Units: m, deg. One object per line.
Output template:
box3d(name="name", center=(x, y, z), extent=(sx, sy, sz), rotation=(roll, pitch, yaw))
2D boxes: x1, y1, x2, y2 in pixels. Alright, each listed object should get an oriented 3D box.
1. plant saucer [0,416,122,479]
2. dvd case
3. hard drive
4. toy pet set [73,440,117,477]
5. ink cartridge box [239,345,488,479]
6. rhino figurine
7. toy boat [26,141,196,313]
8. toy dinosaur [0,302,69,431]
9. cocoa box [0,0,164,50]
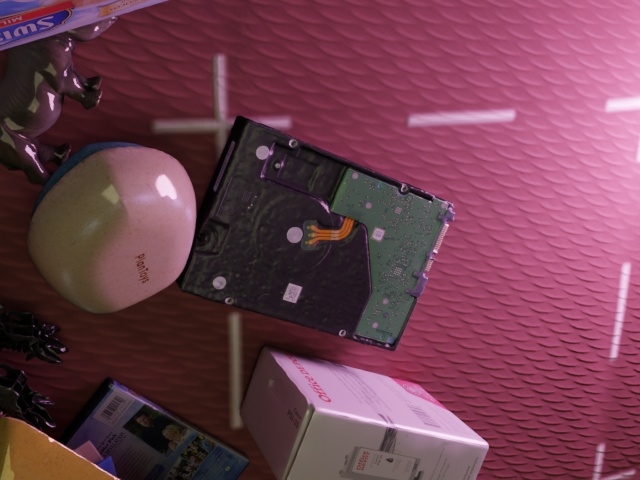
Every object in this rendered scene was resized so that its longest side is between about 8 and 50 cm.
box3d(name="plant saucer", center=(-0.344, 0.377, 0.874), extent=(0.333, 0.081, 0.333), rotation=(-32, 120, 26))
box3d(name="dvd case", center=(-0.248, 0.322, 1.021), extent=(0.253, 0.022, 0.180), rotation=(39, 90, -27))
box3d(name="hard drive", center=(0.000, 0.000, 0.998), extent=(0.339, 0.064, 0.237), rotation=(18, 99, -25))
box3d(name="toy pet set", center=(-0.320, 0.315, 0.917), extent=(0.114, 0.065, 0.122), rotation=(-29, 161, -42))
box3d(name="ink cartridge box", center=(0.053, 0.262, 1.020), extent=(0.283, 0.207, 0.117), rotation=(18, 97, -25))
box3d(name="rhino figurine", center=(-0.299, -0.184, 0.816), extent=(0.106, 0.073, 0.243), rotation=(23, 95, -29))
box3d(name="toy boat", center=(-0.290, -0.003, 0.796), extent=(0.318, 0.148, 0.267), rotation=(-25, 157, -25))
box3d(name="toy dinosaur", center=(-0.422, 0.188, 0.840), extent=(0.218, 0.164, 0.322), rotation=(-27, 145, 7))
box3d(name="cocoa box", center=(-0.312, -0.316, 0.650), extent=(0.347, 0.228, 0.231), rotation=(-22, 90, -14))
